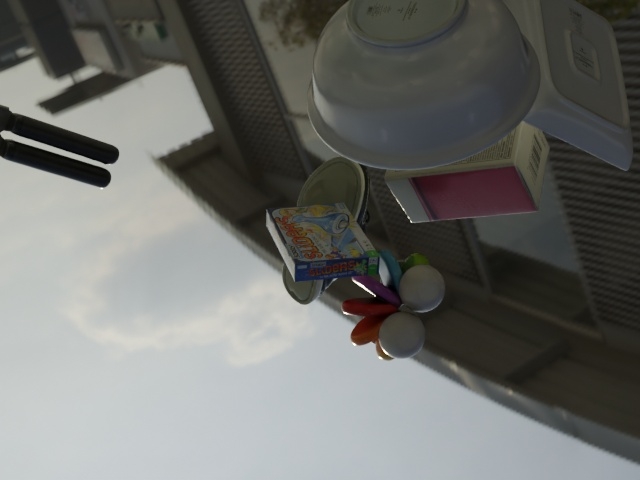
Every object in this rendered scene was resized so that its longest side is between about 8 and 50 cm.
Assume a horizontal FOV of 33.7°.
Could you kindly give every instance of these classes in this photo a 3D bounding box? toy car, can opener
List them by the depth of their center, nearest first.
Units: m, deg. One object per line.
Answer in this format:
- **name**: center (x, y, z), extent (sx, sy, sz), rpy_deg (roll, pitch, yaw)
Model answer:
- **can opener**: center (-0.438, -0.149, 1.527), extent (0.284, 0.076, 0.095), rpy_deg (17, -178, -31)
- **toy car**: center (0.106, 0.096, 1.698), extent (0.182, 0.136, 0.159), rpy_deg (-67, -167, -1)

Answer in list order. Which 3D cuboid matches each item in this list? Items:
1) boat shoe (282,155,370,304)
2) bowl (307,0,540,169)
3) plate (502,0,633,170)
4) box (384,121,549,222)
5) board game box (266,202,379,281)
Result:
- **boat shoe**: center (0.031, -0.026, 1.911), extent (0.113, 0.340, 0.127), rpy_deg (-24, -127, -40)
- **bowl**: center (0.114, -0.236, 1.282), extent (0.298, 0.134, 0.297), rpy_deg (-8, -132, 9)
- **plate**: center (0.383, -0.269, 1.594), extent (0.277, 0.277, 0.045), rpy_deg (17, 150, -38)
- **box**: center (0.246, -0.130, 1.762), extent (0.232, 0.127, 0.148), rpy_deg (-5, -129, 31)
- **board game box**: center (0.000, 0.000, 1.690), extent (0.136, 0.035, 0.201), rpy_deg (-6, -152, -15)
